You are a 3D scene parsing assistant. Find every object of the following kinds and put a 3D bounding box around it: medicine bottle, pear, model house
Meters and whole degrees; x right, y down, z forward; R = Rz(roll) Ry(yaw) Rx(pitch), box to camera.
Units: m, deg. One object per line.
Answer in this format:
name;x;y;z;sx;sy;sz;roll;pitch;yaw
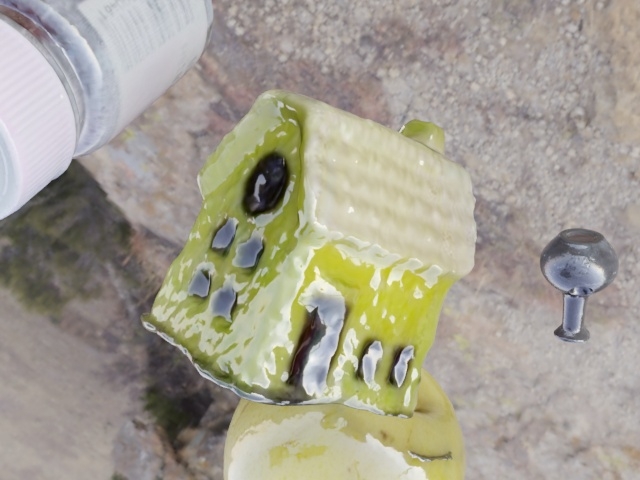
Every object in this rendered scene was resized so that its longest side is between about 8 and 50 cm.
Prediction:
medicine bottle;-0.219;-0.150;0.733;0.165;0.273;0.165;17;133;19
pear;0.030;0.272;1.134;0.309;0.309;0.309;22;145;16
model house;0.000;0.000;0.708;0.193;0.234;0.175;17;-179;-40

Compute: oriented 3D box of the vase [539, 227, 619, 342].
vase;0.407;0.076;1.433;0.120;0.120;0.182;12;116;28
